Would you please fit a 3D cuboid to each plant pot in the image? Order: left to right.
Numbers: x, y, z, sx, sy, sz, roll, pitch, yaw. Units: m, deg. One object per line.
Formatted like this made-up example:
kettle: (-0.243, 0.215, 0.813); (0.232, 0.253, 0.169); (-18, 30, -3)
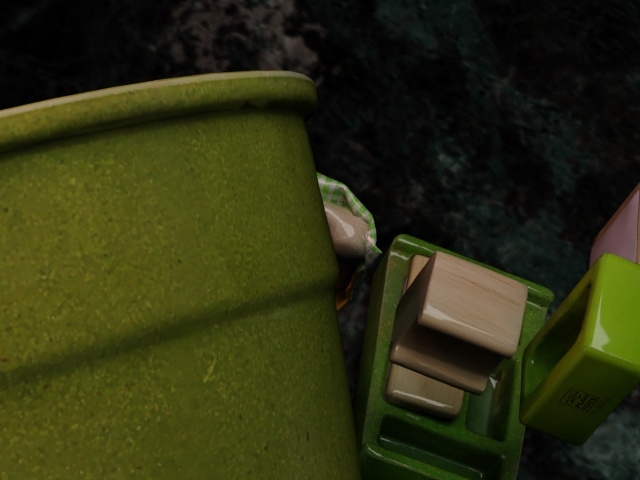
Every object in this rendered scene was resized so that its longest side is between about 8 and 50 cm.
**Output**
plant pot: (-0.125, 0.164, 0.668); (0.366, 0.366, 0.353); (-16, 87, -33)

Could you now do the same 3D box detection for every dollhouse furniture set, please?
dollhouse furniture set: (0.000, 0.000, 0.959); (0.302, 0.197, 0.151); (21, 50, -9)
